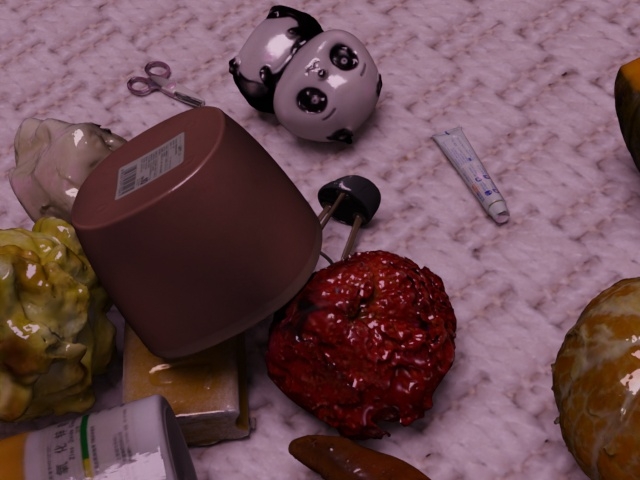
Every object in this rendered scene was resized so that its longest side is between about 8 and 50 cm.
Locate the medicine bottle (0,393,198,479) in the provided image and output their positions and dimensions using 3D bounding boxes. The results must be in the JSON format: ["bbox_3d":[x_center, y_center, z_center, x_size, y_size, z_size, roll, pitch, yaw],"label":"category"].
[{"bbox_3d":[-0.271,0.330,1.399,0.232,0.238,0.238,-18,50,-3],"label":"medicine bottle"}]

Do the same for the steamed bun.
[{"bbox_3d":[-0.342,-0.047,1.730,0.280,0.268,0.207,11,75,49],"label":"steamed bun"}]

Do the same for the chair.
[{"bbox_3d":[0.001,0.000,1.702,0.095,0.104,0.221,9,55,40],"label":"chair"}]

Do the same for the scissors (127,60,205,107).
[{"bbox_3d":[-0.265,-0.271,2.020,0.176,0.022,0.085,28,61,33],"label":"scissors"}]

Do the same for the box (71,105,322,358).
[{"bbox_3d":[-0.174,-0.021,1.505,0.301,0.216,0.301,-27,31,17],"label":"box"}]

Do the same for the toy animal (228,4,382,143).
[{"bbox_3d":[-0.014,-0.265,1.865,0.235,0.165,0.187,36,88,34],"label":"toy animal"}]

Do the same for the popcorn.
[{"bbox_3d":[-0.417,0.125,1.562,0.312,0.312,0.312,-6,51,8],"label":"popcorn"}]

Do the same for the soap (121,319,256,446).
[{"bbox_3d":[-0.191,0.158,1.618,0.174,0.089,0.274,-11,49,4],"label":"soap"}]

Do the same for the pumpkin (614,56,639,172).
[{"bbox_3d":[0.585,-0.171,1.604,0.303,0.256,0.225,-25,51,23],"label":"pumpkin"}]

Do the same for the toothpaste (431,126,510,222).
[{"bbox_3d":[0.238,-0.107,1.772,0.052,0.033,0.218,-19,47,-8],"label":"toothpaste"}]

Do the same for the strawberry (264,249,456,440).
[{"bbox_3d":[0.048,0.121,1.509,0.274,0.220,0.274,-9,51,11],"label":"strawberry"}]

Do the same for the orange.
[{"bbox_3d":[0.441,0.185,1.352,0.329,0.249,0.329,-3,52,4],"label":"orange"}]

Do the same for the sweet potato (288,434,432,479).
[{"bbox_3d":[0.111,0.339,1.393,0.112,0.112,0.359,-39,51,-18],"label":"sweet potato"}]
